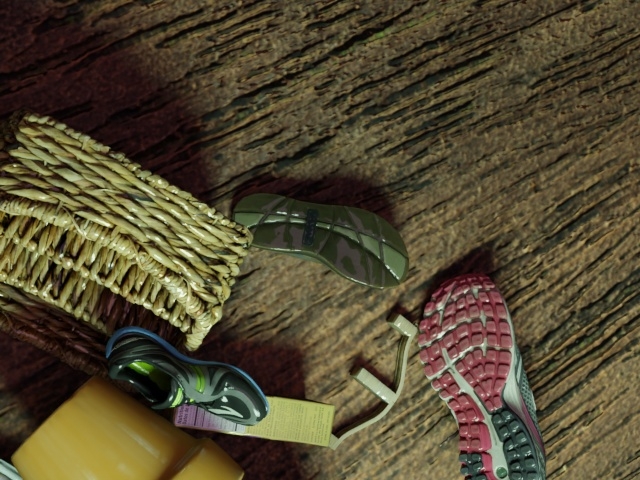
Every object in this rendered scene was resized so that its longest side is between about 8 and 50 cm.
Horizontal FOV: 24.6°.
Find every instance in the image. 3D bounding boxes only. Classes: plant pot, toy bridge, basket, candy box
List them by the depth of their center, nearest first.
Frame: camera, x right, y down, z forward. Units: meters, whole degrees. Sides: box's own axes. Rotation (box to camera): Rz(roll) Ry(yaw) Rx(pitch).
[{"bbox_3d":[-0.218,0.252,1.558,0.205,0.205,0.188,-44,90,-13],"label":"plant pot"},{"bbox_3d":[-0.250,0.023,1.583,0.299,0.213,0.223,30,80,-16],"label":"basket"},{"bbox_3d":[-0.090,0.198,1.693,0.186,0.109,0.053,11,85,-18],"label":"candy box"},{"bbox_3d":[0.065,0.177,1.788,0.063,0.026,0.188,40,78,-17],"label":"toy bridge"}]

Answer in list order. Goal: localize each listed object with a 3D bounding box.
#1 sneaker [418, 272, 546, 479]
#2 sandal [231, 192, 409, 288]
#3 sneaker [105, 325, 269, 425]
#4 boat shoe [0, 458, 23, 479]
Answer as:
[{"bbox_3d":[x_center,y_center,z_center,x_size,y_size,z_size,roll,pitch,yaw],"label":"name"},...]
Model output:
[{"bbox_3d":[0.201,0.188,1.796,0.121,0.112,0.299,-14,78,19],"label":"sneaker"},{"bbox_3d":[0.000,0.000,1.754,0.219,0.060,0.090,12,80,-4],"label":"sandal"},{"bbox_3d":[-0.146,0.159,1.568,0.188,0.078,0.067,25,125,-14],"label":"sneaker"},{"bbox_3d":[-0.371,0.287,1.594,0.320,0.103,0.118,45,77,-22],"label":"boat shoe"}]
